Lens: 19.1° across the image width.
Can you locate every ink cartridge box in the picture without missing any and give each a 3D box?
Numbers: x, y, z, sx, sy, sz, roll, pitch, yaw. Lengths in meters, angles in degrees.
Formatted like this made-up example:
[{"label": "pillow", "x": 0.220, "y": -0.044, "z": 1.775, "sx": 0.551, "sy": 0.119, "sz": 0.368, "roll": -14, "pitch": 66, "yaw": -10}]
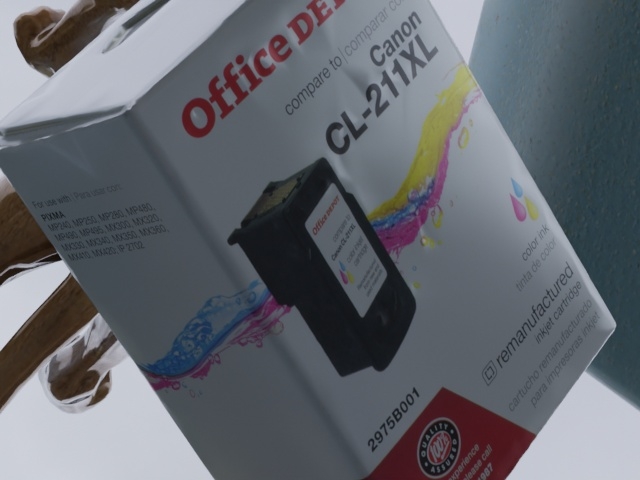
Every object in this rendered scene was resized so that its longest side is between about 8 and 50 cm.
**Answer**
[{"label": "ink cartridge box", "x": 0.000, "y": 0.000, "z": 0.595, "sx": 0.072, "sy": 0.127, "sz": 0.175, "roll": -9, "pitch": -59, "yaw": 47}]

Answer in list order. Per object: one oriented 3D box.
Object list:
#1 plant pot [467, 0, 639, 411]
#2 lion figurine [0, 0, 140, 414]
[{"label": "plant pot", "x": 0.212, "y": -0.055, "z": 1.056, "sx": 0.248, "sy": 0.252, "sz": 0.247, "roll": 0, "pitch": -71, "yaw": -42}, {"label": "lion figurine", "x": -0.048, "y": -0.064, "z": 0.733, "sx": 0.142, "sy": 0.392, "sz": 0.240, "roll": 31, "pitch": -42, "yaw": -24}]
